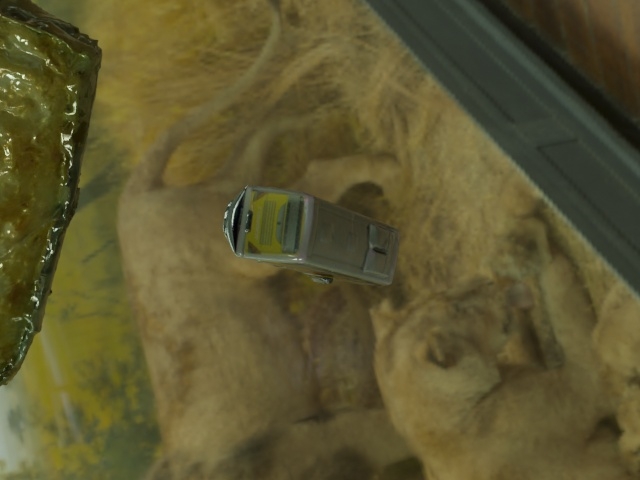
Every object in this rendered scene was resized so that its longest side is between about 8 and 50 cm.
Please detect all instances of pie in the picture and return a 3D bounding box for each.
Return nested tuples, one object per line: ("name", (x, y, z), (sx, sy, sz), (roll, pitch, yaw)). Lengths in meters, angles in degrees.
("pie", (-0.225, -0.016, 0.694), (0.068, 0.128, 0.282), (-119, 46, -58))

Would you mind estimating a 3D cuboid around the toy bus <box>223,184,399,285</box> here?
("toy bus", (0.000, 0.000, 0.769), (0.072, 0.172, 0.057), (7, 85, 27))
